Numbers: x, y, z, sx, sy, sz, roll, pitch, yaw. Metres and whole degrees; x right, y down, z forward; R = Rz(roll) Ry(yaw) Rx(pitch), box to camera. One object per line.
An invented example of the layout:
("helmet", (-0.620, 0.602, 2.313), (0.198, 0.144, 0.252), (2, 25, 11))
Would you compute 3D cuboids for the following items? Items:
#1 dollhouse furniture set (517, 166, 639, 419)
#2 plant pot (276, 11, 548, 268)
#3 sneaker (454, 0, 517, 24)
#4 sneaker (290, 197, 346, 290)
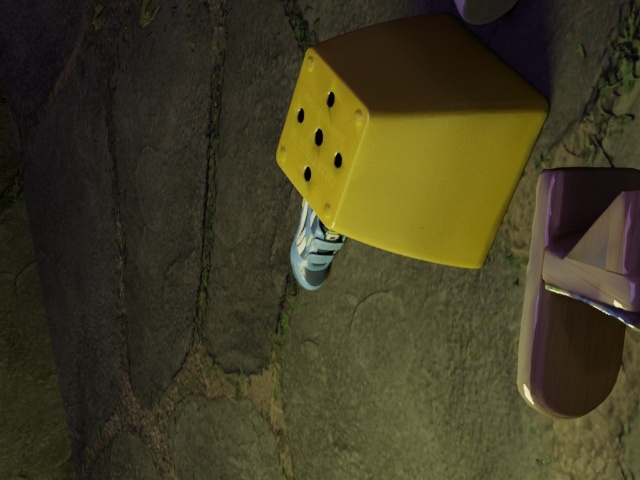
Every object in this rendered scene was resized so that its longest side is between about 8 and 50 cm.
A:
("dollhouse furniture set", (0.353, 0.116, 0.600), (0.362, 0.394, 0.256), (22, 111, 57))
("plant pot", (0.077, -0.109, 1.259), (0.212, 0.187, 0.212), (53, 135, 44))
("sneaker", (0.172, -0.377, 1.161), (0.169, 0.108, 0.292), (62, 142, 32))
("sneaker", (0.000, 0.000, 1.528), (0.059, 0.053, 0.144), (32, 120, 52))
